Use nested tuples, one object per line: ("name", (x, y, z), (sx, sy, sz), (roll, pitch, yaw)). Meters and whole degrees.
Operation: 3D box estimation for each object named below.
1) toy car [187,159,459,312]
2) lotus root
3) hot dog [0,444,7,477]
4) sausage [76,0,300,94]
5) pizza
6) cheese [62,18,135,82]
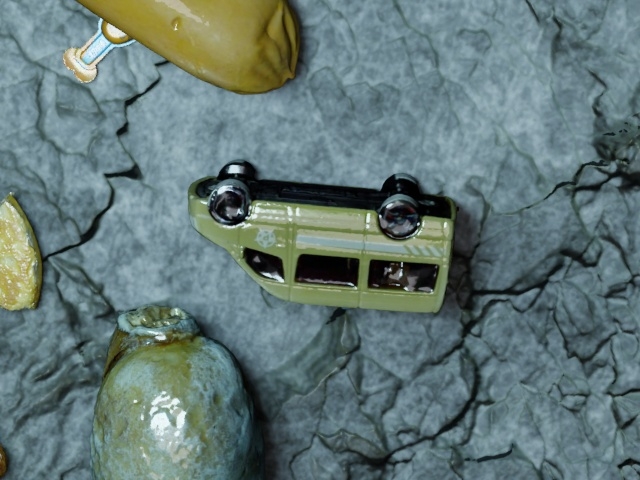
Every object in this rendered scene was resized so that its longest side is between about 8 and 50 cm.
("toy car", (0.000, 0.000, 1.681), (0.257, 0.101, 0.124), (5, 106, 1))
("lotus root", (-0.131, 0.240, 1.707), (0.175, 0.175, 0.349), (-6, 105, 5))
("hot dog", (-0.353, 0.230, 1.784), (0.083, 0.035, 0.058), (-43, 97, 10))
("sausage", (-0.164, -0.257, 1.628), (0.354, 0.116, 0.134), (30, 67, -7))
("pizza", (-0.329, 0.014, 1.741), (0.109, 0.026, 0.123), (-6, 104, 7))
("cheese", (-0.200, -0.198, 1.692), (0.111, 0.017, 0.047), (-43, 94, 11))
